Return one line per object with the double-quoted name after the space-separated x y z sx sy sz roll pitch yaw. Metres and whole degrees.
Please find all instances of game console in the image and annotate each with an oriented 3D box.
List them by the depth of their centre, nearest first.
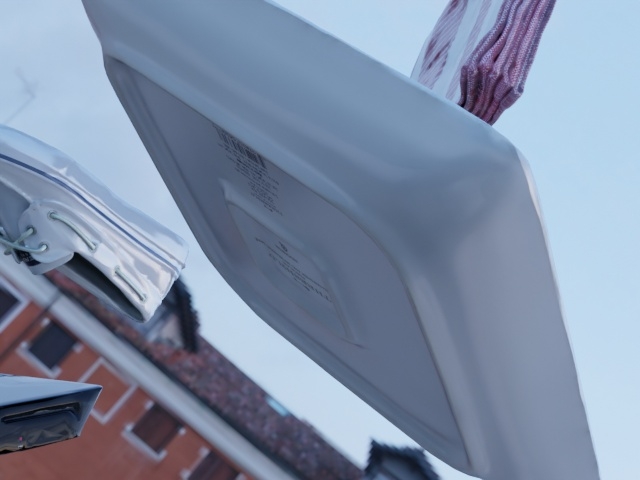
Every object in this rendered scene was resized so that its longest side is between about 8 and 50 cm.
-0.354 0.139 0.935 0.213 0.361 0.043 0 -87 37 "game console"

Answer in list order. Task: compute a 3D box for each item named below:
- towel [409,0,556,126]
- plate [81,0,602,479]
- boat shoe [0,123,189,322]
0.100 -0.136 0.909 0.037 0.237 0.329 27 -24 -6 "towel"
0.000 0.000 0.583 0.277 0.045 0.278 36 -20 37 "plate"
-0.189 -0.012 0.902 0.226 0.075 0.083 32 -21 -32 "boat shoe"
